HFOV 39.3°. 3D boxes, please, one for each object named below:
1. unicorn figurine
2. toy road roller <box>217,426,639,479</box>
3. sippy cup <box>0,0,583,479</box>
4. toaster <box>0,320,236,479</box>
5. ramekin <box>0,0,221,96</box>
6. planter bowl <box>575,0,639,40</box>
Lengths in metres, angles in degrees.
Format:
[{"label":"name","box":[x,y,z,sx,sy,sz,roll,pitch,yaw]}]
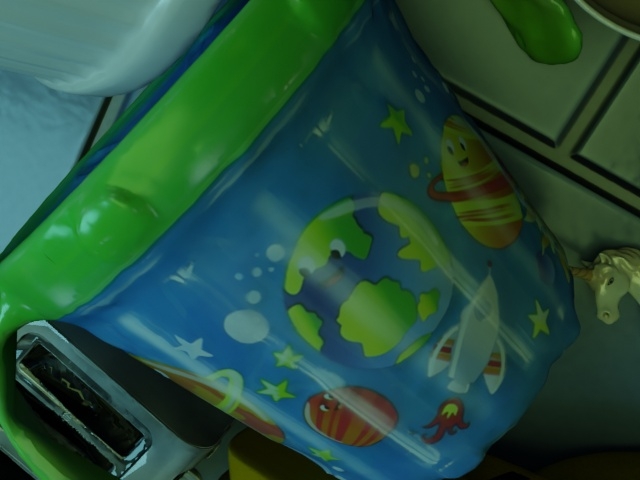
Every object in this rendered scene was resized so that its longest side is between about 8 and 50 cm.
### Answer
[{"label":"unicorn figurine","box":[0.217,0.052,0.500,0.161,0.060,0.111,-10,90,20]},{"label":"toy road roller","box":[0.109,0.217,0.531,0.329,0.240,0.203,15,115,46]},{"label":"sippy cup","box":[0.000,0.000,0.452,0.224,0.240,0.305,42,119,-16]},{"label":"toaster","box":[-0.160,0.105,0.564,0.185,0.110,0.168,43,109,-5]},{"label":"ramekin","box":[-0.139,-0.200,0.377,0.272,0.127,0.273,3,95,49]},{"label":"planter bowl","box":[0.172,-0.174,0.412,0.162,0.109,0.162,3,107,9]}]
